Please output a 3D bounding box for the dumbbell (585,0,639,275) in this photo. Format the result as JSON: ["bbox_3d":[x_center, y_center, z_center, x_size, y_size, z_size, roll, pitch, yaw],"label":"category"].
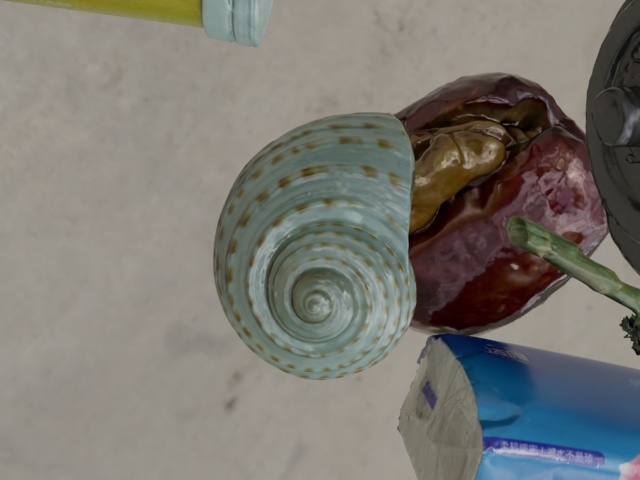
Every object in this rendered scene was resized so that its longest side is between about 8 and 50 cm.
[{"bbox_3d":[0.266,-0.063,0.850,0.290,0.192,0.192,-2,125,-30],"label":"dumbbell"}]

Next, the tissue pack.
[{"bbox_3d":[0.221,0.179,1.352,0.269,0.209,0.137,10,111,-14],"label":"tissue pack"}]

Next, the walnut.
[{"bbox_3d":[0.115,-0.038,1.393,0.244,0.222,0.269,8,142,-38],"label":"walnut"}]

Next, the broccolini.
[{"bbox_3d":[0.205,0.028,1.085,0.254,0.057,0.071,32,100,-42],"label":"broccolini"}]

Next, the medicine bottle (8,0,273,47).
[{"bbox_3d":[-0.130,-0.141,0.730,0.074,0.218,0.074,8,90,-87],"label":"medicine bottle"}]

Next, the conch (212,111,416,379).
[{"bbox_3d":[-0.010,0.001,1.058,0.131,0.200,0.172,-4,107,-15],"label":"conch"}]
